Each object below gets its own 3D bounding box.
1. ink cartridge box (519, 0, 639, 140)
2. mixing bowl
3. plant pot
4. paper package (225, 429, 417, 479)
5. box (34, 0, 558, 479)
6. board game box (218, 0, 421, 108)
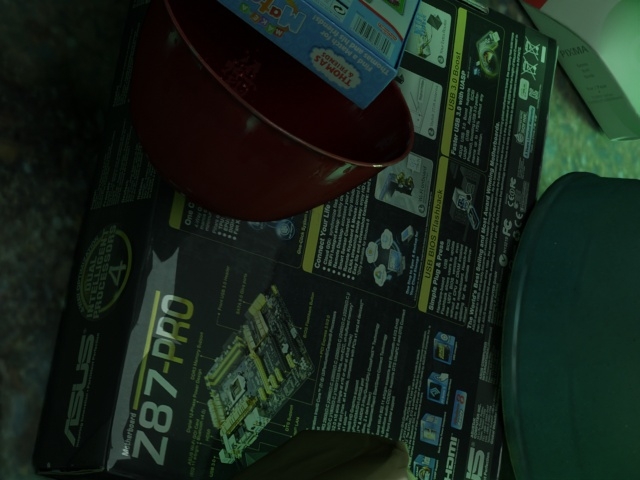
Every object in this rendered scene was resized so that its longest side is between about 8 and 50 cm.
[{"bbox_3d":[0.235,-0.219,1.542,0.181,0.056,0.225,-49,116,-32],"label":"ink cartridge box"},{"bbox_3d":[-0.044,-0.077,1.142,0.181,0.098,0.181,30,29,-19],"label":"mixing bowl"},{"bbox_3d":[0.299,0.087,1.374,0.271,0.255,0.272,-4,94,-61],"label":"plant pot"},{"bbox_3d":[-0.038,0.320,1.105,0.325,0.168,0.309,-32,101,-17],"label":"paper package"},{"bbox_3d":[0.000,0.000,1.301,0.318,0.097,0.395,20,72,-36],"label":"box"},{"bbox_3d":[-0.009,-0.182,1.187,0.160,0.039,0.211,36,30,-9],"label":"board game box"}]
